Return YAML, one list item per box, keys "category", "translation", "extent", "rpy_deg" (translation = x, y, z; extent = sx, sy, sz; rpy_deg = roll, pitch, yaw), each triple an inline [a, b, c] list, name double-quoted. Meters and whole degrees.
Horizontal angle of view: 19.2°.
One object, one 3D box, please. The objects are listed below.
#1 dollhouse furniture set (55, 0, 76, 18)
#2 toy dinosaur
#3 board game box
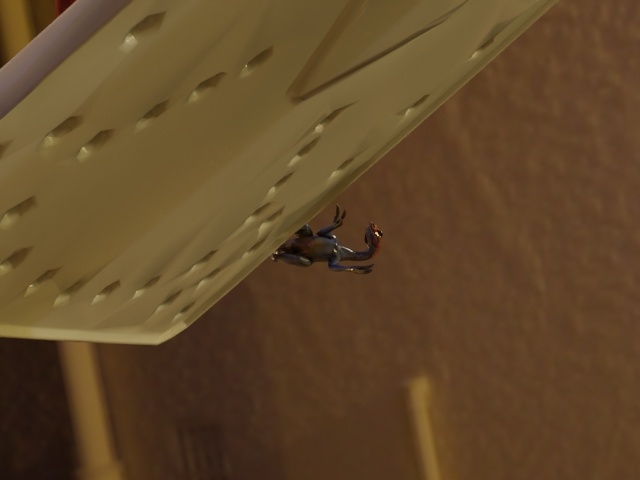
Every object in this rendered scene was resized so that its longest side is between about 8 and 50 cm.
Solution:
- category: "dollhouse furniture set"
  translation: [-0.068, -0.281, 0.966]
  extent: [0.152, 0.374, 0.201]
  rpy_deg: [-2, 17, -3]
- category: "toy dinosaur"
  translation: [0.000, 0.000, 1.312]
  extent: [0.090, 0.047, 0.082]
  rpy_deg: [-2, -12, 44]
- category: "board game box"
  translation: [0.028, -0.111, 0.650]
  extent: [0.390, 0.050, 0.390]
  rpy_deg: [-41, -10, 5]
